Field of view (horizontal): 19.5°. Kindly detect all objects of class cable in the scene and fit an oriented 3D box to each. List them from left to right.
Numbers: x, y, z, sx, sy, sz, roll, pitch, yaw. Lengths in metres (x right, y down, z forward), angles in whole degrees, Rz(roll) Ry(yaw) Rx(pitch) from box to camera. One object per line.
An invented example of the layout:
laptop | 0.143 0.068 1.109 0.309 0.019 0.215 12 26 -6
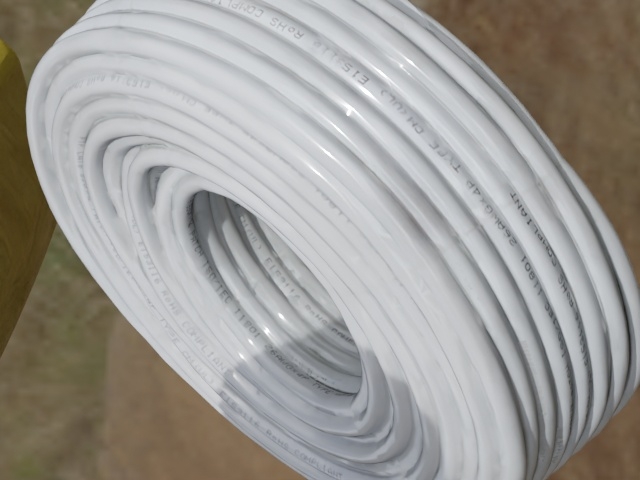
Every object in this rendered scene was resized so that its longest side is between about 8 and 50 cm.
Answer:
cable | 0.000 0.000 0.714 0.257 0.089 0.257 55 154 -16

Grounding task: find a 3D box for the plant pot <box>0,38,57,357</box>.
plant pot | -0.251 -0.020 0.924 0.212 0.187 0.212 27 150 21
